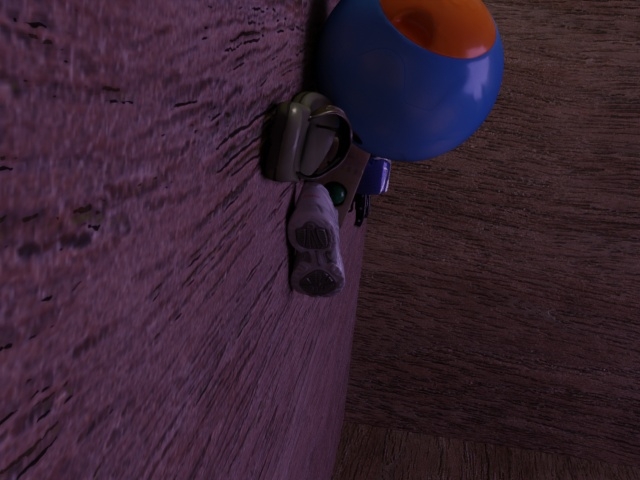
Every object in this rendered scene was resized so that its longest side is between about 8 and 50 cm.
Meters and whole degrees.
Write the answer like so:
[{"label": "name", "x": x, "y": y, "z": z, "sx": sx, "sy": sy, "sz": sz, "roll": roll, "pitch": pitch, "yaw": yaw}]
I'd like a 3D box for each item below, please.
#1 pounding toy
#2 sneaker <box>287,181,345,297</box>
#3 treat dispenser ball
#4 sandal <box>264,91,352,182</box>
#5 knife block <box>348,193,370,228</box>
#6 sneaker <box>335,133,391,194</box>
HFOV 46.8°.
[{"label": "pounding toy", "x": 0.016, "y": -0.107, "z": 1.235, "sx": 0.141, "sy": 0.100, "sz": 0.130, "roll": -65, "pitch": 176, "yaw": -63}, {"label": "sneaker", "x": 0.000, "y": 0.000, "z": 1.170, "sx": 0.232, "sy": 0.090, "sz": 0.115, "roll": 92, "pitch": 5, "yaw": -51}, {"label": "treat dispenser ball", "x": 0.134, "y": -0.266, "z": 1.138, "sx": 0.288, "sy": 0.288, "sz": 0.288, "roll": 7, "pitch": 90, "yaw": -84}, {"label": "sandal", "x": -0.005, "y": -0.124, "z": 0.954, "sx": 0.303, "sy": 0.086, "sz": 0.120, "roll": -62, "pitch": 159, "yaw": -74}, {"label": "knife block", "x": 0.087, "y": -0.178, "z": 1.765, "sx": 0.276, "sy": 0.088, "sz": 0.242, "roll": 90, "pitch": 9, "yaw": -54}, {"label": "sneaker", "x": 0.066, "y": -0.241, "z": 1.411, "sx": 0.182, "sy": 0.127, "sz": 0.316, "roll": -45, "pitch": 136, "yaw": -74}]
